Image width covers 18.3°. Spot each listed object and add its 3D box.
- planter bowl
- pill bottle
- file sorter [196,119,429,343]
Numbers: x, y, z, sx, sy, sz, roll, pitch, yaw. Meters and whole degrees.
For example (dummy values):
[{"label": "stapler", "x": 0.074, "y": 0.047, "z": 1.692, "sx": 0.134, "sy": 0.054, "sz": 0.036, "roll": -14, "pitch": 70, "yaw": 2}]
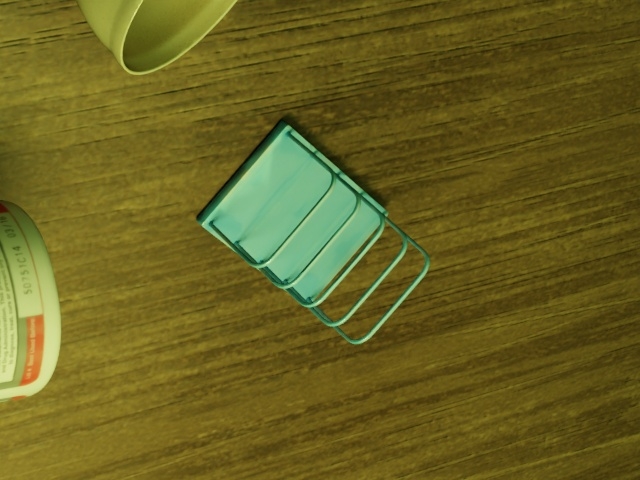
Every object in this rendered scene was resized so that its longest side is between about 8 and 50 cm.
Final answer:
[{"label": "planter bowl", "x": -0.130, "y": -0.223, "z": 1.511, "sx": 0.162, "sy": 0.109, "sz": 0.162, "roll": -44, "pitch": 167, "yaw": -13}, {"label": "pill bottle", "x": -0.358, "y": 0.064, "z": 1.523, "sx": 0.283, "sy": 0.161, "sz": 0.161, "roll": -9, "pitch": 123, "yaw": -32}, {"label": "file sorter", "x": 0.000, "y": 0.000, "z": 1.780, "sx": 0.118, "sy": 0.104, "sz": 0.170, "roll": -49, "pitch": 135, "yaw": 2}]
